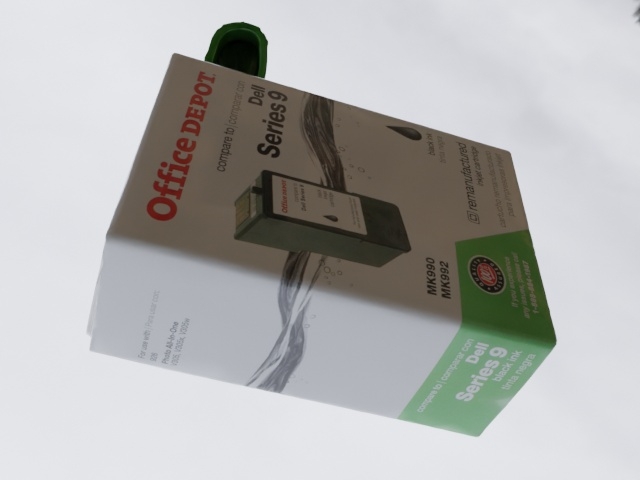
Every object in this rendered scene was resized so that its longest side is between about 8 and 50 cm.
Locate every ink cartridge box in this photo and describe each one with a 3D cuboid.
[{"bbox_3d":[0.000,0.000,0.525,0.289,0.122,0.211,14,-137,-11],"label":"ink cartridge box"}]

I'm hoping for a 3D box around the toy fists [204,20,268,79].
[{"bbox_3d":[-0.127,-0.131,0.897,0.096,0.142,0.279,7,-105,-6],"label":"toy fists"}]
